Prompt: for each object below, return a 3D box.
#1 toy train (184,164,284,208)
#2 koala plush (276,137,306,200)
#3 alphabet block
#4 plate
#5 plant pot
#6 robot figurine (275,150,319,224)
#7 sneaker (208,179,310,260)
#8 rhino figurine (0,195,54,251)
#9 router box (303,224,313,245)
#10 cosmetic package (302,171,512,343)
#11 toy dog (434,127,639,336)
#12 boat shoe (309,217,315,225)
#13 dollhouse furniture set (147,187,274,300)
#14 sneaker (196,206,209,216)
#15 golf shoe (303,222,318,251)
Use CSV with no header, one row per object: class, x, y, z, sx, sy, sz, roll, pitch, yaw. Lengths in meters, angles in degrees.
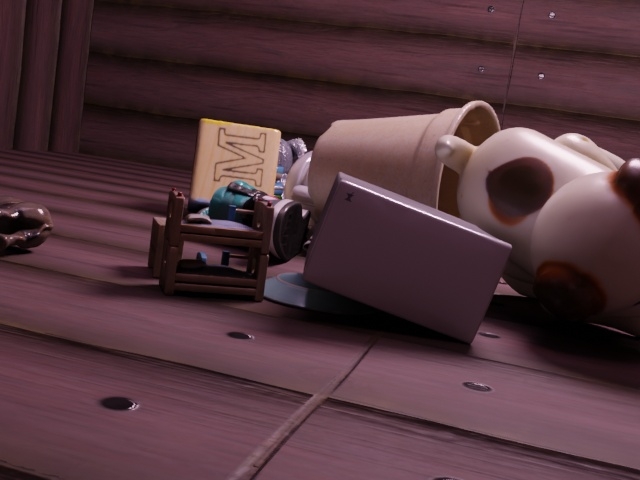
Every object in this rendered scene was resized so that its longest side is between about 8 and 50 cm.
toy train,-0.214,-0.135,1.957,0.248,0.143,0.105,6,7,-18
koala plush,-0.131,-0.188,2.163,0.196,0.221,0.203,6,8,-19
alphabet block,-0.209,-0.162,1.821,0.193,0.197,0.192,8,-6,-12
plate,0.001,0.069,1.068,0.188,0.024,0.188,8,8,-1
plant pot,0.158,-0.117,1.511,0.305,0.333,0.334,11,7,31
robot figurine,0.057,-0.113,1.870,0.353,0.199,0.300,13,10,33
sneaker,-0.122,-0.043,1.393,0.178,0.123,0.295,14,0,5
rhino figurine,-0.492,-0.034,1.122,0.243,0.073,0.106,11,11,32
router box,-0.062,-0.016,1.608,0.092,0.038,0.122,11,8,22
cosmetic package,0.104,0.014,1.018,0.224,0.138,0.224,21,6,-2
toy dog,0.375,-0.034,1.101,0.395,0.284,0.408,42,8,-17
boat shoe,-0.080,-0.039,1.756,0.137,0.049,0.043,0,7,-22
dollhouse furniture set,-0.155,-0.005,1.046,0.129,0.129,0.184,6,7,-20
sneaker,-0.229,-0.037,1.564,0.076,0.065,0.166,-7,0,14
golf shoe,0.000,0.000,1.464,0.086,0.069,0.176,-2,10,-25
